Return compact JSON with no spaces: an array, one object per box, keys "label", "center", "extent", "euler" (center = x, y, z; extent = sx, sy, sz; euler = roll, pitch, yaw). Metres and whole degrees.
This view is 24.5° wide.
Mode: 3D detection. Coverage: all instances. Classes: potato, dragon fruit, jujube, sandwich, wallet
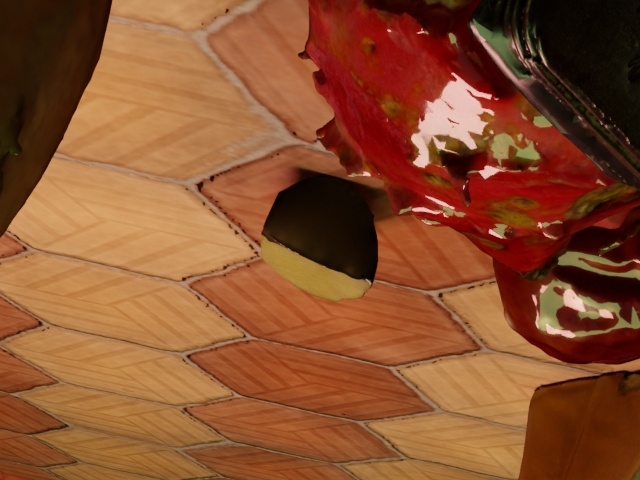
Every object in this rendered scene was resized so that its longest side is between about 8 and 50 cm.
[{"label":"potato","center":[0.000,0.000,1.139],"extent":[0.096,0.066,0.103],"euler":[29,162,-5]},{"label":"dragon fruit","center":[0.090,-0.111,0.623],"extent":[0.205,0.210,0.268],"euler":[39,164,15]},{"label":"jujube","center":[0.215,-0.006,0.898],"extent":[0.230,0.155,0.155],"euler":[-11,150,33]},{"label":"sandwich","center":[0.311,0.243,1.403],"extent":[0.155,0.198,0.227],"euler":[23,157,-26]},{"label":"wallet","center":[0.144,-0.134,0.501],"extent":[0.031,0.232,0.122],"euler":[27,174,44]}]

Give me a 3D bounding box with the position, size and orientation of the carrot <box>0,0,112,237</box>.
[{"label":"carrot","center":[-0.168,-0.140,0.496],"extent":[0.224,0.340,0.224],"euler":[13,163,4]}]
